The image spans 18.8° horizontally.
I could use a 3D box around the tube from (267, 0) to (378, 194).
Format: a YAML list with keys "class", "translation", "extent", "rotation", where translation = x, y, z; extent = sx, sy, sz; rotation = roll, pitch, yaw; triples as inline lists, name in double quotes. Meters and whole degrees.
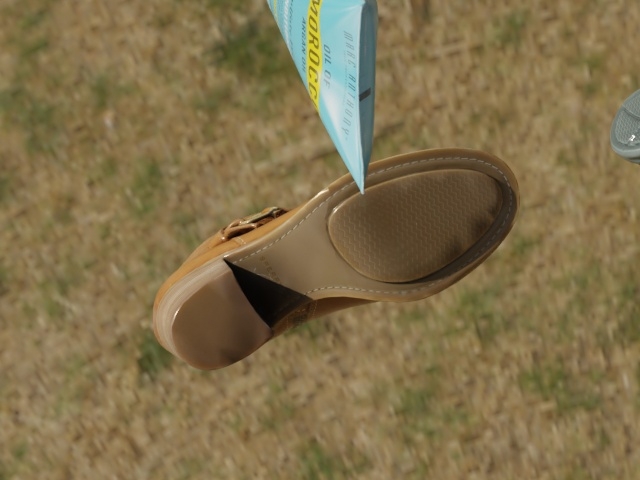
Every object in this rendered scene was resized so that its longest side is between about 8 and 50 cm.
- class: "tube"
  translation: [0.005, -0.099, 0.860]
  extent: [0.052, 0.080, 0.207]
  rotation: [-9, 26, -5]

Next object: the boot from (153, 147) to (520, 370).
- class: "boot"
  translation: [0.000, 0.000, 1.011]
  extent: [0.197, 0.073, 0.152]
  rotation: [-23, 8, -3]

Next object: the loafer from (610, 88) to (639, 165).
- class: "loafer"
  translation: [0.348, -0.095, 1.505]
  extent: [0.267, 0.084, 0.096]
  rotation: [-7, 55, 52]
